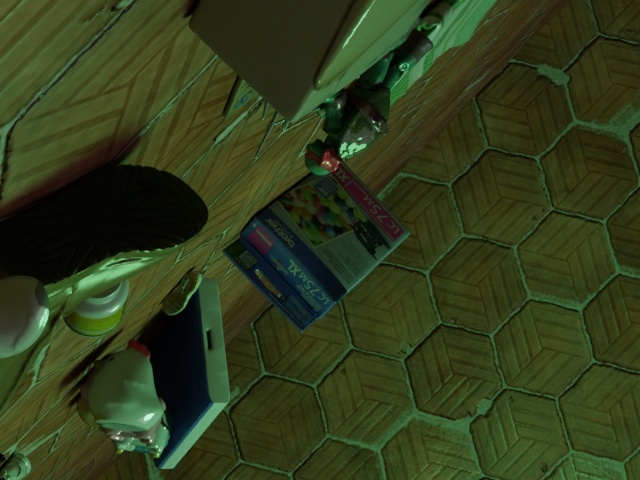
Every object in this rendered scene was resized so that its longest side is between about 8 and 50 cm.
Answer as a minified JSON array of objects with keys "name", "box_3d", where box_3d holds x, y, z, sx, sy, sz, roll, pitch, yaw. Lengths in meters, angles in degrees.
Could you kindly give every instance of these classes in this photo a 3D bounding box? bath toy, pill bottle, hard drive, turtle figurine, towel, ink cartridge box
[{"name":"bath toy","box_3d":[-0.294,0.237,1.793,0.348,0.151,0.129,111,-13,-72]},{"name":"pill bottle","box_3d":[-0.222,0.051,1.173,0.065,0.065,0.116,-44,175,-22]},{"name":"hard drive","box_3d":[-0.223,0.224,1.959,0.040,0.210,0.318,3,151,-22]},{"name":"turtle figurine","box_3d":[0.028,-0.156,1.333,0.234,0.118,0.175,-51,175,-2]},{"name":"towel","box_3d":[0.191,-0.317,1.785,0.325,0.038,0.248,-41,173,-41]},{"name":"ink cartridge box","box_3d":[0.000,0.000,1.917,0.311,0.186,0.065,-40,175,-46]}]

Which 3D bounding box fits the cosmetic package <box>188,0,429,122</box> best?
[{"name":"cosmetic package","box_3d":[0.045,-0.233,0.780,0.160,0.113,0.309,-42,173,-37]}]

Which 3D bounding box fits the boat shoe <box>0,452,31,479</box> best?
[{"name":"boat shoe","box_3d":[-0.470,0.354,1.808,0.100,0.035,0.035,-41,-177,46]}]

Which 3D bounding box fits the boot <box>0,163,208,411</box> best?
[{"name":"boot","box_3d":[-0.241,0.062,1.019,0.236,0.089,0.269,-21,157,-48]}]

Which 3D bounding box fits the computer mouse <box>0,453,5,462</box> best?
[{"name":"computer mouse","box_3d":[-0.457,0.303,1.510,0.071,0.041,0.242,-37,-177,4]}]

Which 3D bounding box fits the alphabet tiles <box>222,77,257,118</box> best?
[{"name":"alphabet tiles","box_3d":[0.001,-0.224,1.108,0.198,0.009,0.237,-43,174,-27]}]

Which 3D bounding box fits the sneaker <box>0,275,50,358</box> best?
[{"name":"sneaker","box_3d":[-0.259,0.067,0.844,0.152,0.053,0.061,-22,175,22]}]

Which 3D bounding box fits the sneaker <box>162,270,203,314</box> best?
[{"name":"sneaker","box_3d":[-0.202,0.079,1.780,0.083,0.032,0.037,-47,175,21]}]
